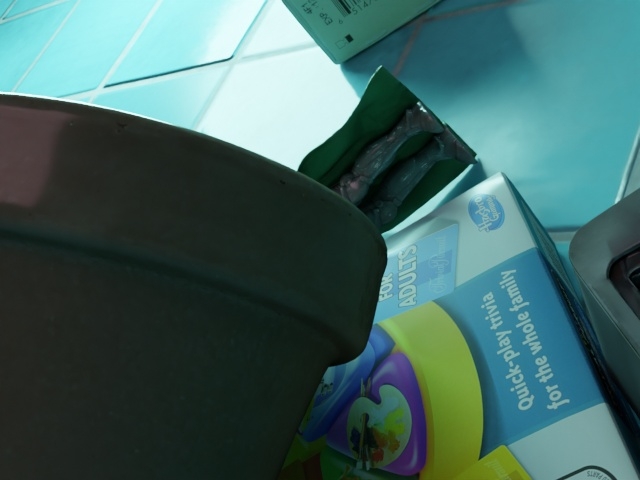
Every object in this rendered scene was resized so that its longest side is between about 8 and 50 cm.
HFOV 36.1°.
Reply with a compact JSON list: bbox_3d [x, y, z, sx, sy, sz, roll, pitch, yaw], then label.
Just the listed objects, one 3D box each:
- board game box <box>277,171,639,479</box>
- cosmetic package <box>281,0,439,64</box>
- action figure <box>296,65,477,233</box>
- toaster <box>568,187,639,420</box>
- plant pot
[{"bbox_3d":[0.003,0.141,0.543,0.336,0.079,0.253,-31,37,16],"label":"board game box"},{"bbox_3d":[0.024,-0.324,0.963,0.153,0.129,0.296,-32,36,17],"label":"cosmetic package"},{"bbox_3d":[0.000,0.000,0.680,0.232,0.137,0.063,-44,47,13],"label":"action figure"},{"bbox_3d":[0.212,0.035,0.402,0.168,0.110,0.185,-29,41,5],"label":"toaster"},{"bbox_3d":[-0.113,0.087,0.466,0.263,0.263,0.229,-5,69,41],"label":"plant pot"}]
